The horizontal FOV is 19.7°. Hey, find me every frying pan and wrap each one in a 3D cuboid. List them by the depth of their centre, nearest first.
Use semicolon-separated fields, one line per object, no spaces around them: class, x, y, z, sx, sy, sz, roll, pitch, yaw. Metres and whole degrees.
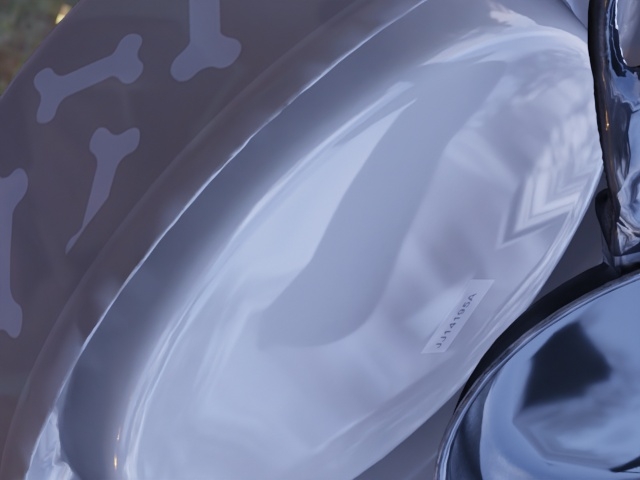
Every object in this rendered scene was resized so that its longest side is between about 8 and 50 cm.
frying pan;0.101;0.035;0.681;0.197;0.326;0.053;-34;-138;15

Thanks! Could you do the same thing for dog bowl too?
dog bowl;0.000;0.000;0.708;0.348;0.102;0.349;-34;151;-22
